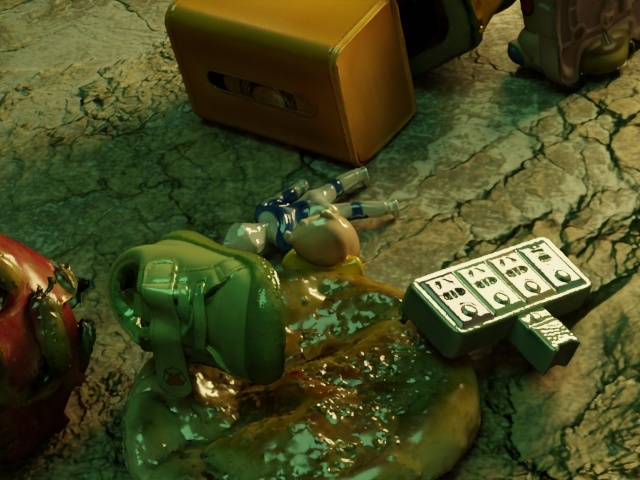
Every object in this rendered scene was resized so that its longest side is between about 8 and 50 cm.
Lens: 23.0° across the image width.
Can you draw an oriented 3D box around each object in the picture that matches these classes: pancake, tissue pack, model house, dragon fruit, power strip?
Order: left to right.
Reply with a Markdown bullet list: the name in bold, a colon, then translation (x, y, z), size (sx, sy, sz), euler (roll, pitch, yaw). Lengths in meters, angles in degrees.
- **dragon fruit**: translation (-0.376, 0.087, 1.654), size (0.269, 0.291, 0.250), euler (-16, 35, -6)
- **tissue pack**: translation (-0.038, -0.226, 2.002), size (0.274, 0.194, 0.145), euler (19, 54, 33)
- **pancake**: translation (-0.025, 0.159, 1.634), size (0.387, 0.082, 0.387), euler (-7, 37, 5)
- **model house**: translation (0.154, -0.348, 2.072), size (0.268, 0.173, 0.239), euler (-18, 27, 46)
- **power strip**: translation (0.202, 0.080, 1.650), size (0.215, 0.061, 0.145), euler (-17, 51, -37)

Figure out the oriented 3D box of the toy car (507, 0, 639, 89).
- **toy car**: translation (0.364, -0.384, 2.034), size (0.336, 0.242, 0.226), euler (-31, 46, -21)

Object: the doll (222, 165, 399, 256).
- **doll**: translation (-0.028, -0.023, 1.869), size (0.227, 0.057, 0.114), euler (-19, 46, -21)

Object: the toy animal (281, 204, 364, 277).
- **toy animal**: translation (0.000, 0.000, 1.795), size (0.091, 0.114, 0.082), euler (-11, 44, 26)

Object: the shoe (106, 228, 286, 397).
- **shoe**: translation (-0.125, 0.077, 1.612), size (0.128, 0.140, 0.262), euler (-24, 31, -22)
